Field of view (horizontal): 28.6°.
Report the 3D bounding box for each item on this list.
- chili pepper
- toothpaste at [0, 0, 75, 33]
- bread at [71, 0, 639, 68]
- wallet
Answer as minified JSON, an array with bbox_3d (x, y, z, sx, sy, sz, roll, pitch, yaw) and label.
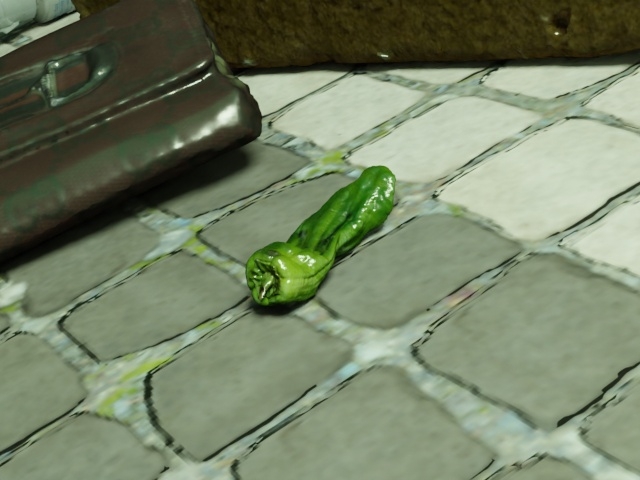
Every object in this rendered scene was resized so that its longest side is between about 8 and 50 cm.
[{"bbox_3d":[0.000,0.001,0.528,0.030,0.034,0.091,35,50,18],"label":"chili pepper"},{"bbox_3d":[-0.179,-0.231,1.050,0.234,0.057,0.089,-26,24,-31],"label":"toothpaste"},{"bbox_3d":[0.041,-0.179,0.739,0.417,0.113,0.165,5,37,37],"label":"bread"},{"bbox_3d":[-0.155,-0.058,0.671,0.229,0.049,0.182,-26,38,-2],"label":"wallet"}]
